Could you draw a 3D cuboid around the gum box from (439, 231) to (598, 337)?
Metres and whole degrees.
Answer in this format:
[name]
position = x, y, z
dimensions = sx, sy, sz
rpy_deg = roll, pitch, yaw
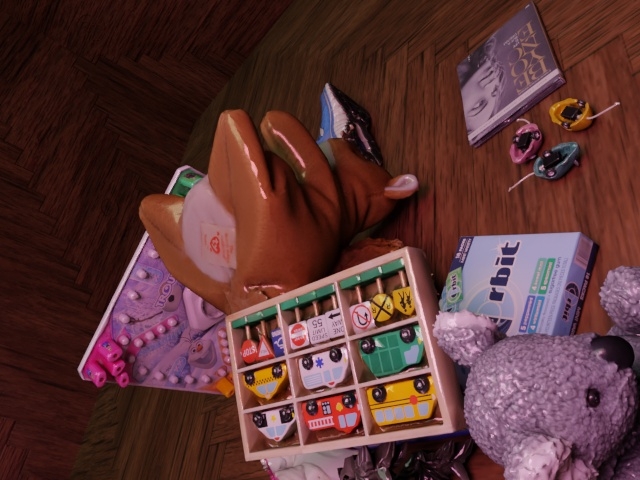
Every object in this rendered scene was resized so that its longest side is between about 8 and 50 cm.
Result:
[gum box]
position = 0.227, 0.070, 0.662
dimensions = 0.184, 0.041, 0.157
rpy_deg = -2, 64, 61

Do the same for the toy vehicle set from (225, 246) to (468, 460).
[toy vehicle set]
position = 0.009, 0.127, 0.562
dimensions = 0.266, 0.035, 0.166
rpy_deg = -24, 70, 36

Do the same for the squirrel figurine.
[squirrel figurine]
position = 0.000, 0.000, 0.827
dimensions = 0.281, 0.370, 0.397
rpy_deg = -41, 73, 40

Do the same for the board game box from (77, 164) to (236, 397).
[board game box]
position = -0.193, 0.111, 1.020
dimensions = 0.050, 0.390, 0.390
rpy_deg = 25, 87, 38

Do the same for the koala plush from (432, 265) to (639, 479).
[koala plush]
position = 0.200, 0.134, 0.419
dimensions = 0.203, 0.221, 0.196
rpy_deg = -59, 32, 34

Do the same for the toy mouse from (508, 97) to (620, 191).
[toy mouse]
position = 0.300, -0.120, 0.720
dimensions = 0.143, 0.031, 0.161
rpy_deg = -59, 26, 5

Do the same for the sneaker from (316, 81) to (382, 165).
[sneaker]
position = 0.029, -0.228, 1.198
dimensions = 0.147, 0.129, 0.330
rpy_deg = -43, 33, 29

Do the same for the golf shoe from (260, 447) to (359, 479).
[golf shoe]
position = -0.010, 0.332, 0.794
dimensions = 0.140, 0.115, 0.306
rpy_deg = -27, 6, -15

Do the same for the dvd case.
[dvd case]
position = 0.299, -0.273, 0.882
dimensions = 0.164, 0.018, 0.221
rpy_deg = -38, 36, 40

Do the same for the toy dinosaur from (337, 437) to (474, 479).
[toy dinosaur]
position = 0.101, 0.325, 0.545
dimensions = 0.321, 0.164, 0.219
rpy_deg = -25, 58, 20

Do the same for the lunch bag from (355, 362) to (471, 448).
[lunch bag]
position = 0.089, 0.181, 0.633
dimensions = 0.218, 0.176, 0.090
rpy_deg = -24, 47, 33
